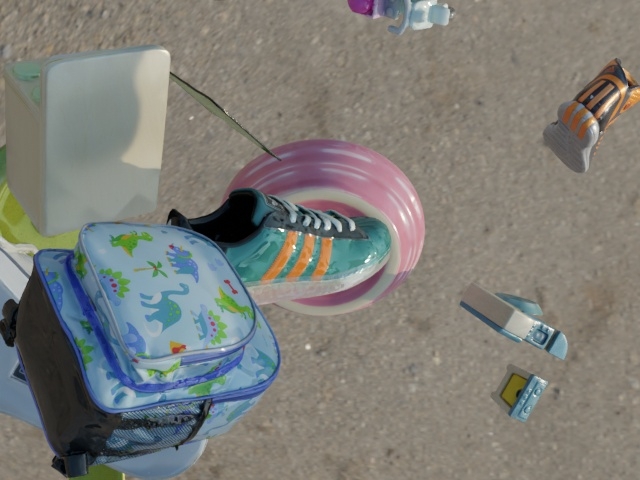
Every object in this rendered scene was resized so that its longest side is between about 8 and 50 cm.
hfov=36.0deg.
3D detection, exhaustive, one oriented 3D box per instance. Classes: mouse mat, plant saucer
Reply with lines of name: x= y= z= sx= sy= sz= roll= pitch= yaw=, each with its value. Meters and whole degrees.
mouse mat: x=-0.143 y=-0.178 z=1.329 sx=0.007 sy=0.190 sz=0.153 roll=-51 pitch=138 yaw=0
plant saucer: x=-0.403 y=-0.042 z=1.470 sx=0.241 sy=0.037 sz=0.240 roll=-15 pitch=117 yaw=-31
plant saucer: x=0.406 y=0.129 z=2.048 sx=0.119 sy=0.119 sz=0.021 roll=11 pitch=95 yaw=-26
plant saucer: x=0.000 y=0.000 z=1.555 sx=0.332 sy=0.332 sz=0.084 roll=33 pitch=30 yaw=-20

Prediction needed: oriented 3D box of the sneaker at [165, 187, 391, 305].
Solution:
sneaker: x=-0.042 y=-0.004 z=1.139 sx=0.302 sy=0.108 sz=0.121 roll=-12 pitch=117 yaw=-31

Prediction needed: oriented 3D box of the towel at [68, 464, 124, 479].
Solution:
towel: x=-0.352 y=0.336 z=1.536 sx=0.021 sy=0.102 sz=0.237 roll=1 pitch=87 yaw=-69

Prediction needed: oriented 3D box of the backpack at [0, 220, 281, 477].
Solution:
backpack: x=-0.077 y=0.046 z=0.472 sx=0.114 sy=0.084 sz=0.105 roll=2 pitch=46 yaw=-45

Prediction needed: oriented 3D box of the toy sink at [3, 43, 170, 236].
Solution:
toy sink: x=-0.284 y=-0.146 z=1.176 sx=0.153 sy=0.131 sz=0.234 roll=-17 pitch=135 yaw=-32

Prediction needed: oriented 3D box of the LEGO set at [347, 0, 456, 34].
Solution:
LEGO set: x=0.074 y=-0.286 z=0.701 sx=0.107 sy=0.132 sz=0.286 roll=-36 pitch=132 yaw=-49

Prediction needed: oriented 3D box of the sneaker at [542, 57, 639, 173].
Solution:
sneaker: x=0.554 y=-0.246 z=1.951 sx=0.180 sy=0.321 sz=0.124 roll=-41 pitch=82 yaw=-4

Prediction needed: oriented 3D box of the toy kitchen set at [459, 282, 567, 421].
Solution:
toy kitchen set: x=0.307 y=0.196 z=1.605 sx=0.207 sy=0.122 sz=0.166 roll=27 pitch=95 yaw=-31

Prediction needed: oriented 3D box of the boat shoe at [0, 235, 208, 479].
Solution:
boat shoe: x=-0.257 y=0.070 z=0.888 sx=0.367 sy=0.156 sz=0.135 roll=30 pitch=101 yaw=-10
